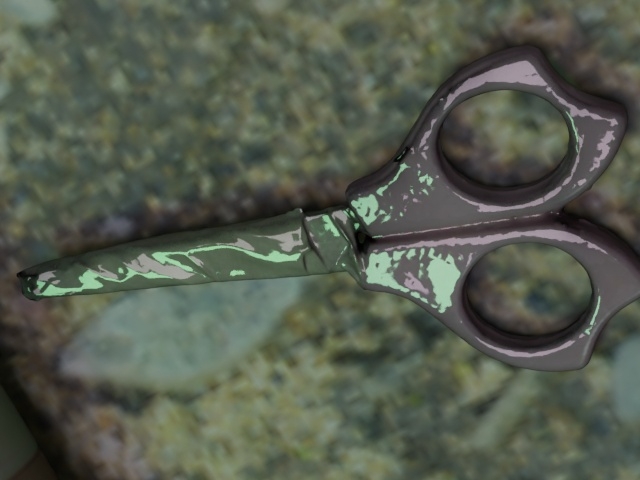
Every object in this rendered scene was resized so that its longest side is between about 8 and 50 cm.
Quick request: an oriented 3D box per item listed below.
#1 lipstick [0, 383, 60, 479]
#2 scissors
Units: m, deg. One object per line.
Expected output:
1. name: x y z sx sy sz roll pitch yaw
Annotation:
1. lipstick: -0.112 0.118 0.697 0.070 0.070 0.254 -27 99 20
2. scissors: 0.000 0.000 0.660 0.212 0.021 0.110 -7 108 16
